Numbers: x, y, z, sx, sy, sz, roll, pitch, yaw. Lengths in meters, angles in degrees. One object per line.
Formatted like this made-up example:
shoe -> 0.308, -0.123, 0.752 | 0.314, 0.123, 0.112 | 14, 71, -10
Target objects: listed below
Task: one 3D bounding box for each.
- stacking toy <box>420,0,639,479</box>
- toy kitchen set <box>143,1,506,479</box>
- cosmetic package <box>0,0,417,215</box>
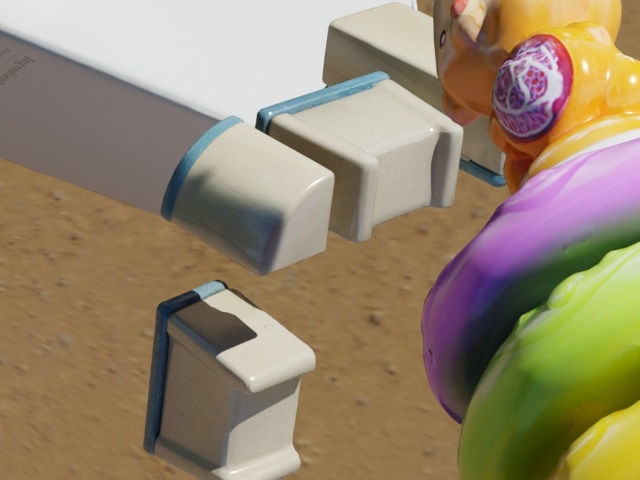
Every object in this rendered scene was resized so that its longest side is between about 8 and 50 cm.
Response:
stacking toy -> 0.087, 0.036, 0.426 | 0.166, 0.175, 0.301 | 4, 49, -34
toy kitchen set -> 0.000, 0.000, 0.952 | 0.207, 0.122, 0.166 | -21, 130, -41
cosmetic package -> -0.138, -0.160, 1.125 | 0.385, 0.156, 0.217 | 23, 62, -29
